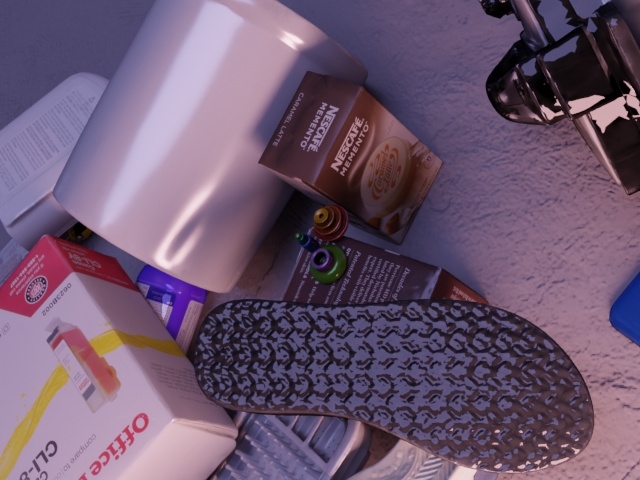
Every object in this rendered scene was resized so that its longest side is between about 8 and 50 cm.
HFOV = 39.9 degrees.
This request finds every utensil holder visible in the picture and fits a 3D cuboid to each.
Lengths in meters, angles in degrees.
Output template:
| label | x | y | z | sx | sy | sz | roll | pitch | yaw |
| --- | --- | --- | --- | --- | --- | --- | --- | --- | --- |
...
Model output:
| label | x | y | z | sx | sy | sz | roll | pitch | yaw |
| --- | --- | --- | --- | --- | --- | --- | --- | --- | --- |
| utensil holder | -0.167 | -0.163 | 1.299 | 0.327 | 0.327 | 0.385 | 34 | 95 | 36 |

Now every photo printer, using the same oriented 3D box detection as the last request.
| label | x | y | z | sx | sy | sz | roll | pitch | yaw |
| --- | --- | --- | --- | --- | --- | --- | --- | --- | --- |
| photo printer | -0.453 | -0.156 | 1.571 | 0.307 | 0.107 | 0.256 | -40 | 51 | -6 |

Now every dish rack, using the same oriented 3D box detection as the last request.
| label | x | y | z | sx | sy | sz | roll | pitch | yaw |
| --- | --- | --- | --- | --- | --- | --- | --- | --- | --- |
| dish rack | -0.067 | 0.327 | 1.143 | 0.333 | 0.072 | 0.285 | -56 | 27 | -7 |

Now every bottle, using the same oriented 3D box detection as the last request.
| label | x | y | z | sx | sy | sz | roll | pitch | yaw |
| --- | --- | --- | --- | --- | --- | --- | --- | --- | --- |
| bottle | -0.271 | 0.183 | 1.377 | 0.118 | 0.092 | 0.283 | 12 | 80 | 38 |

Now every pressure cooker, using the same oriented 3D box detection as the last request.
| label | x | y | z | sx | sy | sz | roll | pitch | yaw |
| --- | --- | --- | --- | --- | --- | --- | --- | --- | --- |
| pressure cooker | 0.374 | -0.257 | 0.961 | 0.420 | 0.370 | 0.376 | -28 | 57 | 17 |

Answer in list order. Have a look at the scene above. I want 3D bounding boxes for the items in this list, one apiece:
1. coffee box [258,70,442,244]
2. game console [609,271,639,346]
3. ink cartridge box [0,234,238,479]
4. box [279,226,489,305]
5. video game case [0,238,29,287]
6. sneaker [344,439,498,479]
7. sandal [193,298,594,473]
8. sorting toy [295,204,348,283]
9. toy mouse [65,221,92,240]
| label | x | y | z | sx | sy | sz | roll | pitch | yaw |
| --- | --- | --- | --- | --- | --- | --- | --- | --- | --- |
| coffee box | 0.048 | -0.104 | 1.184 | 0.098 | 0.246 | 0.141 | 25 | 88 | 36 |
| game console | 0.516 | 0.060 | 0.966 | 0.250 | 0.173 | 0.293 | 38 | 96 | 5 |
| ink cartridge box | -0.338 | 0.224 | 1.248 | 0.279 | 0.160 | 0.385 | -48 | 58 | 7 |
| box | 0.073 | 0.105 | 1.141 | 0.203 | 0.168 | 0.167 | 18 | 82 | 35 |
| video game case | -0.549 | 0.073 | 1.619 | 0.190 | 0.022 | 0.173 | -41 | 55 | 25 |
| sneaker | 0.106 | 0.314 | 1.018 | 0.350 | 0.148 | 0.131 | -41 | 46 | -13 |
| sandal | 0.077 | 0.141 | 0.975 | 0.445 | 0.107 | 0.168 | 8 | 82 | 23 |
| sorting toy | 0.000 | 0.000 | 1.096 | 0.061 | 0.042 | 0.102 | -4 | 69 | 30 |
| toy mouse | -0.432 | -0.069 | 1.608 | 0.161 | 0.031 | 0.143 | -34 | 58 | 17 |
